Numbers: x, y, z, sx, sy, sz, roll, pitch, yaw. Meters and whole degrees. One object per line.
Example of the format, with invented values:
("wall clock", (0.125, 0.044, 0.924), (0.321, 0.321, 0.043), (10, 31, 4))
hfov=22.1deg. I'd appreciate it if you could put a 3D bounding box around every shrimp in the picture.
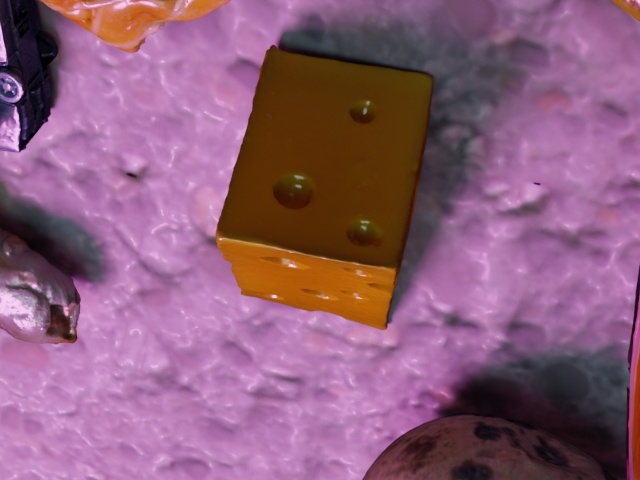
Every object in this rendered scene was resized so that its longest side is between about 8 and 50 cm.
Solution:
("shrimp", (-0.188, -0.011, 0.929), (0.161, 0.049, 0.166), (37, 148, -5))

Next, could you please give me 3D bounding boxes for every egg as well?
("egg", (0.106, 0.174, 0.941), (0.181, 0.141, 0.141), (14, 130, -3))

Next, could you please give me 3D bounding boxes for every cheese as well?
("cheese", (0.000, 0.000, 0.886), (0.093, 0.126, 0.171), (11, 148, 2))

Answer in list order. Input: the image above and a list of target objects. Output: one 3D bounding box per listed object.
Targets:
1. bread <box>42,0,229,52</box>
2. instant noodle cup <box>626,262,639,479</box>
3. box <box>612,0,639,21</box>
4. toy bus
("bread", (-0.115, -0.170, 0.754), (0.125, 0.068, 0.188), (-21, 137, 40))
("instant noodle cup", (0.283, 0.048, 0.747), (0.255, 0.244, 0.244), (9, 129, 1))
("box", (0.091, -0.207, 0.672), (0.279, 0.041, 0.153), (38, 142, 1))
("toy bus", (-0.182, -0.126, 0.865), (0.065, 0.047, 0.166), (9, 129, 16))
